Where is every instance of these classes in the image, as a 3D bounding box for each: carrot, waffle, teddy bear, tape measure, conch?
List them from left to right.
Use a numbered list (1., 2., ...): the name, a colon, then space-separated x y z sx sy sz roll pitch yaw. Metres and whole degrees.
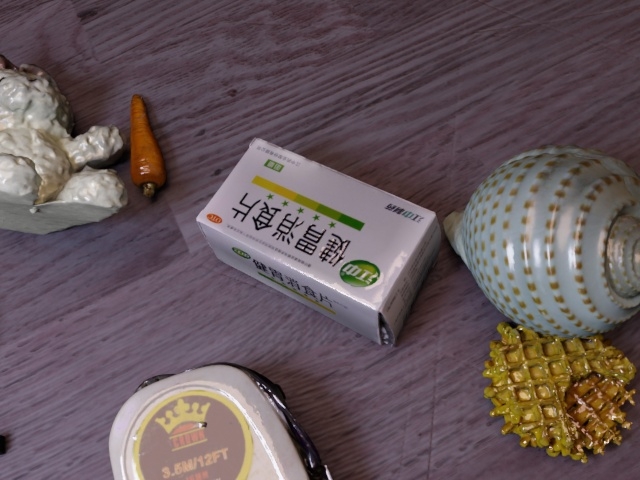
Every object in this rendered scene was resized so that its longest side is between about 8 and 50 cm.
1. teddy bear: -0.475 -0.201 1.099 0.327 0.375 0.362 8 76 -34
2. carrot: -0.317 -0.185 1.209 0.061 0.061 0.256 -15 57 0
3. tape measure: -0.129 0.269 0.890 0.271 0.133 0.231 -17 68 -3
4. conch: 0.320 -0.026 0.908 0.303 0.215 0.319 -22 43 -30
5. waffle: 0.320 0.189 0.898 0.197 0.070 0.193 14 63 16

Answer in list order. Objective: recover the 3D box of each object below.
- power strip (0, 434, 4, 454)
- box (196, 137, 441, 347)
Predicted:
1. power strip: -0.519 0.309 0.972 0.111 0.038 0.029 -15 61 1
2. box: 0.002 0.001 1.008 0.333 0.145 0.173 26 70 20
